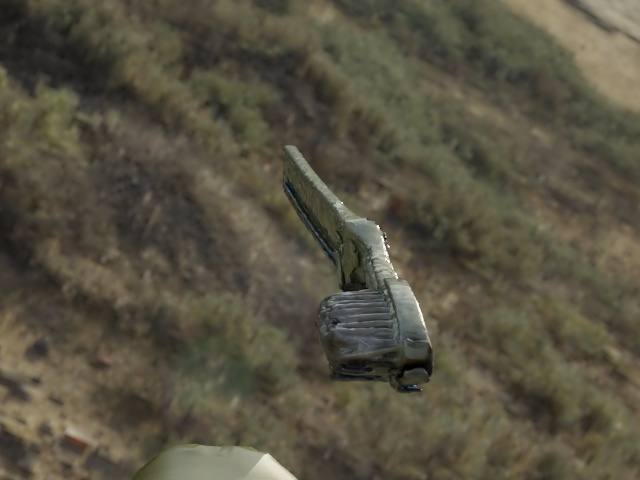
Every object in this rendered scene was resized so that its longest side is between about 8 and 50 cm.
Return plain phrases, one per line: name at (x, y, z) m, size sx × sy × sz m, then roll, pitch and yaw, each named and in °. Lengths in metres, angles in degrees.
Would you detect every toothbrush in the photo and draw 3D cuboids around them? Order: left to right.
toothbrush at (0.006, 0.000, 0.568) m, size 0.028 × 0.026 × 0.294 m, roll 0°, pitch 12°, yaw -4°

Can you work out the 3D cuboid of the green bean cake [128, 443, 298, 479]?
green bean cake at (-0.027, 0.186, 0.337) m, size 0.233 × 0.236 × 0.124 m, roll 43°, pitch -15°, yaw 19°
